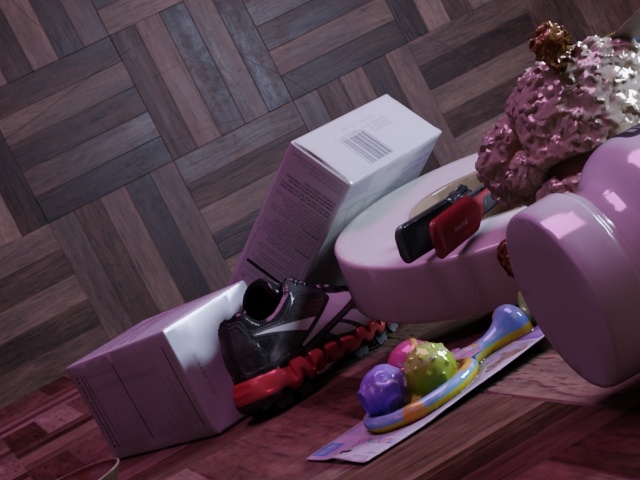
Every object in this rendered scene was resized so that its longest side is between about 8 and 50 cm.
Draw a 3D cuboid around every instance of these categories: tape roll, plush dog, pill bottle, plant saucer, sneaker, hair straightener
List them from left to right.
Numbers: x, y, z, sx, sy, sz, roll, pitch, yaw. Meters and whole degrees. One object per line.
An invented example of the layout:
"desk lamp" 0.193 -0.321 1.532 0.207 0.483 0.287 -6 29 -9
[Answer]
"plant saucer" -0.296 0.295 1.613 0.198 0.036 0.198 -28 4 2
"sneaker" -0.012 0.088 1.717 0.276 0.135 0.097 -29 2 -42
"hair straightener" 0.132 -0.036 1.559 0.089 0.047 0.230 -10 19 34
"tape roll" 0.207 -0.027 1.661 0.392 0.072 0.392 -20 15 6
"plush dog" 0.258 -0.064 1.376 0.262 0.225 0.210 -18 -25 18
"pill bottle" 0.277 -0.021 1.027 0.278 0.162 0.162 -28 4 -12

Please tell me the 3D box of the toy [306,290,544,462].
"toy" 0.095 0.109 1.306 0.237 0.056 0.137 -29 3 -22

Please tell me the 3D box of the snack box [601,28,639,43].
"snack box" 0.466 -0.275 1.999 0.174 0.070 0.207 -27 6 -10

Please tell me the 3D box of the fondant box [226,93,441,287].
"fondant box" 0.000 0.000 1.876 0.238 0.096 0.330 -32 -26 -53

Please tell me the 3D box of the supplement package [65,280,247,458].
"supplement package" -0.171 0.158 1.803 0.134 0.139 0.244 -32 7 -38
